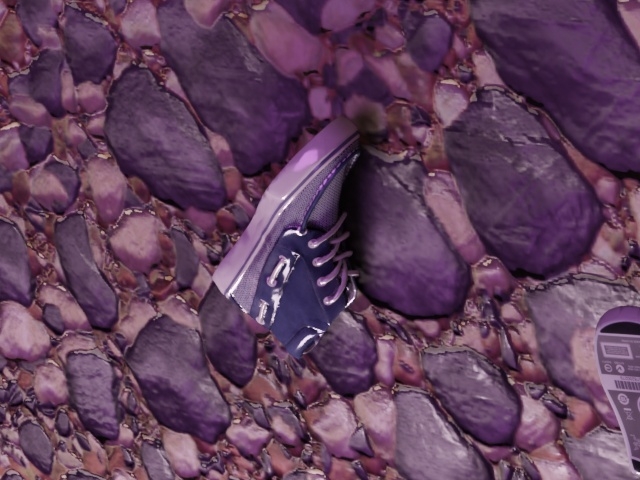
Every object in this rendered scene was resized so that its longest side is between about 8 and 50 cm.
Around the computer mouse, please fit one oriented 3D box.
[{"bbox_3d":[0.216,0.118,1.043,0.106,0.042,0.193,4,119,45],"label":"computer mouse"}]

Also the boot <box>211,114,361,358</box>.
[{"bbox_3d":[0.000,0.000,1.164,0.086,0.069,0.190,44,141,7],"label":"boot"}]
